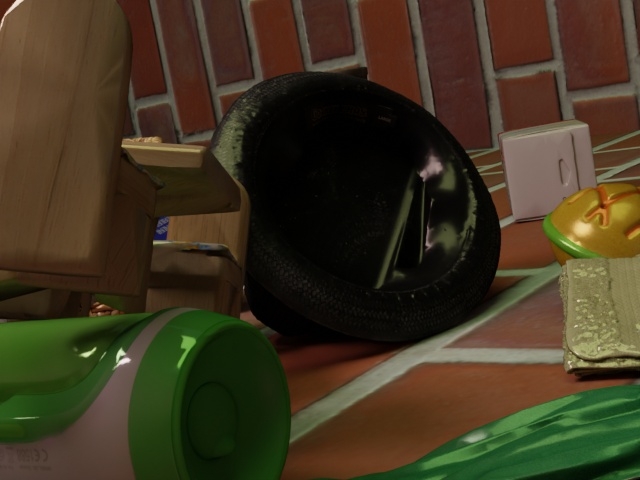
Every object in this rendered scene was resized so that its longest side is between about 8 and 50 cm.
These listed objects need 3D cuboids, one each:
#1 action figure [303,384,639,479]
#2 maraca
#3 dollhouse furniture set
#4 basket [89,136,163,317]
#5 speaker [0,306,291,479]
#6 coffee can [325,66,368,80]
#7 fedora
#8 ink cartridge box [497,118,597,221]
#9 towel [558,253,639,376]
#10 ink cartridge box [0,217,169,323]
[{"bbox_3d":[0.110,0.107,0.432,0.232,0.063,0.137,-15,6,-3],"label":"action figure"},{"bbox_3d":[0.279,0.010,0.823,0.186,0.099,0.127,24,32,28],"label":"maraca"},{"bbox_3d":[-0.255,-0.086,0.662,0.394,0.256,0.362,4,-11,7],"label":"dollhouse furniture set"},{"bbox_3d":[-0.358,-0.007,1.304,0.299,0.223,0.213,-7,8,14],"label":"basket"},{"bbox_3d":[-0.170,0.107,0.578,0.297,0.131,0.131,-6,9,30],"label":"speaker"},{"bbox_3d":[0.011,-0.171,1.813,0.202,0.275,0.201,-10,7,1],"label":"coffee can"},{"bbox_3d":[0.017,-0.012,0.963,0.334,0.334,0.152,-16,-26,-38],"label":"fedora"},{"bbox_3d":[0.343,-0.109,1.466,0.127,0.128,0.176,-9,7,9],"label":"ink cartridge box"},{"bbox_3d":[0.230,0.049,0.706,0.110,0.027,0.148,-7,25,16],"label":"towel"},{"bbox_3d":[-0.245,0.044,0.933,0.333,0.065,0.165,-31,5,5],"label":"ink cartridge box"}]
